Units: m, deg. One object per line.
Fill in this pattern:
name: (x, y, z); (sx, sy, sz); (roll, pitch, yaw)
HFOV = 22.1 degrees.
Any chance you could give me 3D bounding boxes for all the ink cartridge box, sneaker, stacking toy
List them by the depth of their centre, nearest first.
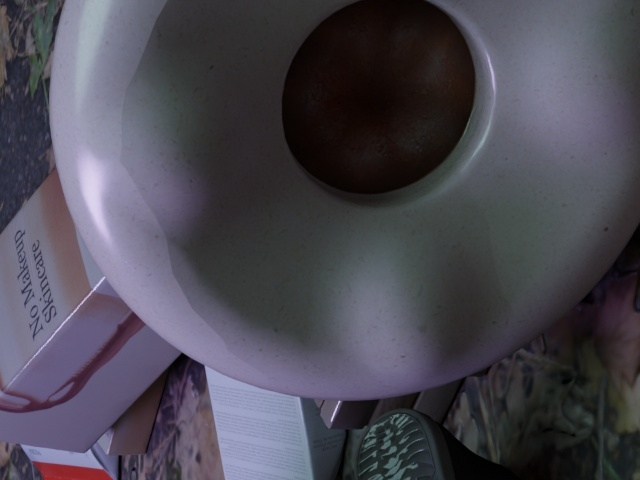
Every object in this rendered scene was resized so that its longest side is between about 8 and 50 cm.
sneaker: (0.093, 0.209, 0.943); (0.083, 0.118, 0.222); (-29, 52, 33)
stacking toy: (-0.018, -0.140, 1.052); (0.480, 0.351, 0.350); (-128, 50, -65)
ink cartridge box: (-0.027, 0.164, 1.257); (0.145, 0.045, 0.179); (1, 104, 59)
ink cartridge box: (-0.254, 0.194, 1.602); (0.189, 0.066, 0.232); (-9, 74, 58)

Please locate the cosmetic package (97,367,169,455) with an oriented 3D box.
cosmetic package: (-0.173, 0.131, 1.484); (0.060, 0.041, 0.115); (45, 124, 50)

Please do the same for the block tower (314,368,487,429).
block tower: (0.000, 0.000, 1.168); (0.335, 0.091, 0.097); (57, 133, 47)

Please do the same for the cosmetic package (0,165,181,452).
cosmetic package: (-0.183, 0.032, 1.376); (0.296, 0.129, 0.153); (-47, 47, 30)
